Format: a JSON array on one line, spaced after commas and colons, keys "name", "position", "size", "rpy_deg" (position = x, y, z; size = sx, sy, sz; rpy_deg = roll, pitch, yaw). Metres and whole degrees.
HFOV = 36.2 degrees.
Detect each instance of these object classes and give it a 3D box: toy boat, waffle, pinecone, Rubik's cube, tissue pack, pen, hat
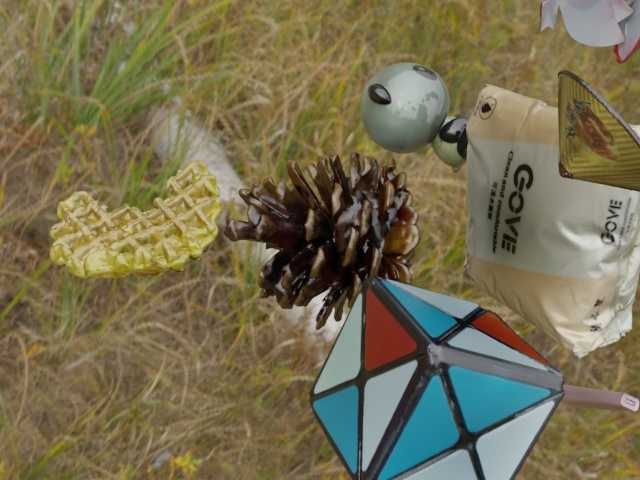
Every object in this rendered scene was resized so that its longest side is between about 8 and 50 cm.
[{"name": "toy boat", "position": [0.516, -0.399, 1.732], "size": [0.318, 0.219, 0.072], "rpy_deg": [-34, 43, -20]}, {"name": "waffle", "position": [-0.204, -0.019, 1.093], "size": [0.194, 0.051, 0.149], "rpy_deg": [-7, 48, 6]}, {"name": "pinecone", "position": [0.000, 0.000, 1.832], "size": [0.384, 0.384, 0.384], "rpy_deg": [13, 52, -17]}, {"name": "Rubik's cube", "position": [0.162, 0.227, 1.437], "size": [0.246, 0.248, 0.250], "rpy_deg": [15, 17, -27]}, {"name": "tissue pack", "position": [0.376, -0.044, 1.583], "size": [0.195, 0.376, 0.390], "rpy_deg": [-10, 22, -28]}, {"name": "pen", "position": [0.464, 0.272, 1.687], "size": [0.053, 0.197, 0.032], "rpy_deg": [25, 75, -25]}, {"name": "hat", "position": [0.315, -0.103, 1.150], "size": [0.193, 0.082, 0.193], "rpy_deg": [49, 6, -7]}]

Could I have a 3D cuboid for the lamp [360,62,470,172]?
[{"name": "lamp", "position": [0.194, -0.239, 1.887], "size": [0.243, 0.198, 0.198], "rpy_deg": [28, 49, 0]}]
